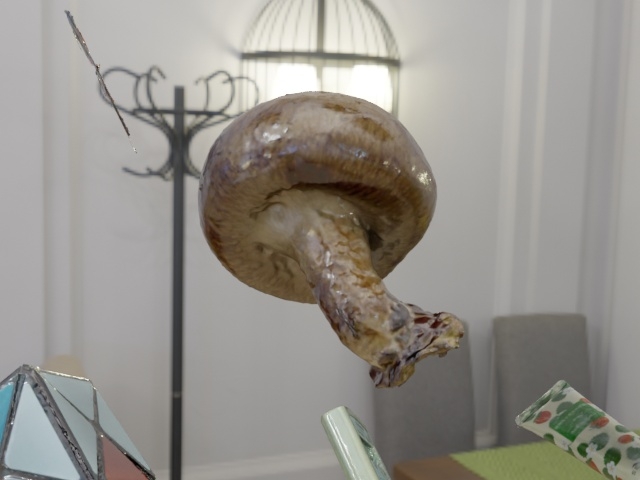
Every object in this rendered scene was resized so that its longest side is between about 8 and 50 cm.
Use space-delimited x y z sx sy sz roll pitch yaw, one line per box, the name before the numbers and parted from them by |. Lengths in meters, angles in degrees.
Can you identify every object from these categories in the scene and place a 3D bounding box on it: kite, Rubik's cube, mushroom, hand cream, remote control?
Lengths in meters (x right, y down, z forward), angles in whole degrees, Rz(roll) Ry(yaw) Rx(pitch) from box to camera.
kite | -0.238 -0.188 0.892 0.010 0.183 0.160 -27 -21 -10
Rubik's cube | -0.458 0.380 1.385 0.246 0.248 0.250 -39 -20 -1
mushroom | -0.008 0.000 1.126 0.334 0.356 0.331 20 -22 -21
hand cream | 0.355 0.257 1.070 0.095 0.059 0.276 -38 24 -10
remote control | 0.067 0.273 0.827 0.038 0.233 0.098 -29 -31 2
